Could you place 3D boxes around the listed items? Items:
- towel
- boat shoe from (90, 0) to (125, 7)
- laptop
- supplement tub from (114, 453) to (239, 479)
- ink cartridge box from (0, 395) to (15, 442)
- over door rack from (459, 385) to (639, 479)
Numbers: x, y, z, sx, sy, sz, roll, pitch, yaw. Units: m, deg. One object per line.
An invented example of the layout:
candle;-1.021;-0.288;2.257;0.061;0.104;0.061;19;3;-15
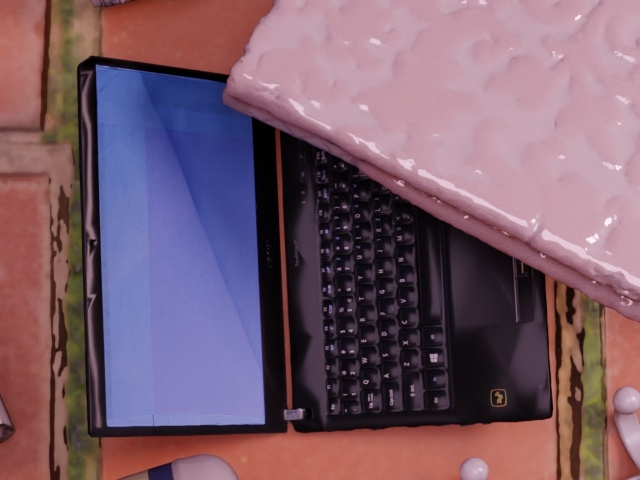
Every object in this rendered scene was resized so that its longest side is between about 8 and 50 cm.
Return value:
towel;0.147;-0.141;1.165;0.317;0.053;0.332;27;65;6
boat shoe;-0.139;-0.305;1.209;0.102;0.108;0.301;-16;86;-4
laptop;0.000;0.000;1.156;0.264;0.136;0.234;-4;83;11
supplement tub;-0.171;0.277;1.067;0.325;0.235;0.235;-18;84;-4
ink cartridge box;-0.350;0.024;1.145;0.226;0.131;0.306;-23;86;-6
over door rack;0.241;0.186;1.074;0.240;0.324;0.108;-23;129;-4
